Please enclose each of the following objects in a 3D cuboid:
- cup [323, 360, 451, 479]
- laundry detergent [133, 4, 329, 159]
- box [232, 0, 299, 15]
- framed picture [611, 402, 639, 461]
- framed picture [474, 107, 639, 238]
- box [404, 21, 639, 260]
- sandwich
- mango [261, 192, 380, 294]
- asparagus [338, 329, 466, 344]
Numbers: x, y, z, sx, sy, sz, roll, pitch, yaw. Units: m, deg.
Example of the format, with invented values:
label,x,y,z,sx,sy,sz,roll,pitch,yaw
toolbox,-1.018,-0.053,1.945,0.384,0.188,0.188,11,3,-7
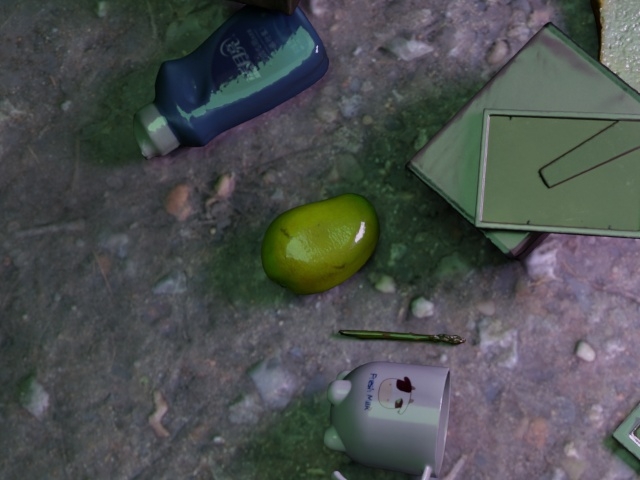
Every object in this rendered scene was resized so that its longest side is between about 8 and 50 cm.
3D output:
label,x,y,z,sx,sy,sz,roll,pitch,yaw
cup,0.079,0.234,1.495,0.141,0.134,0.174,5,82,10
laundry detergent,-0.137,-0.218,1.683,0.289,0.094,0.143,-34,73,-4
box,-0.063,-0.460,1.656,0.143,0.184,0.273,14,49,12
framed picture,0.539,0.254,1.485,0.293,0.018,0.231,42,82,17
framed picture,0.289,-0.080,1.452,0.203,0.015,0.150,3,82,12
box,0.266,-0.115,1.548,0.188,0.153,0.252,43,93,15
sandwich,0.454,-0.277,1.632,0.186,0.065,0.215,-1,75,8
mango,0.001,0.006,1.597,0.163,0.089,0.117,-18,72,1
asparagus,0.105,0.124,1.586,0.166,0.013,0.016,2,31,7
